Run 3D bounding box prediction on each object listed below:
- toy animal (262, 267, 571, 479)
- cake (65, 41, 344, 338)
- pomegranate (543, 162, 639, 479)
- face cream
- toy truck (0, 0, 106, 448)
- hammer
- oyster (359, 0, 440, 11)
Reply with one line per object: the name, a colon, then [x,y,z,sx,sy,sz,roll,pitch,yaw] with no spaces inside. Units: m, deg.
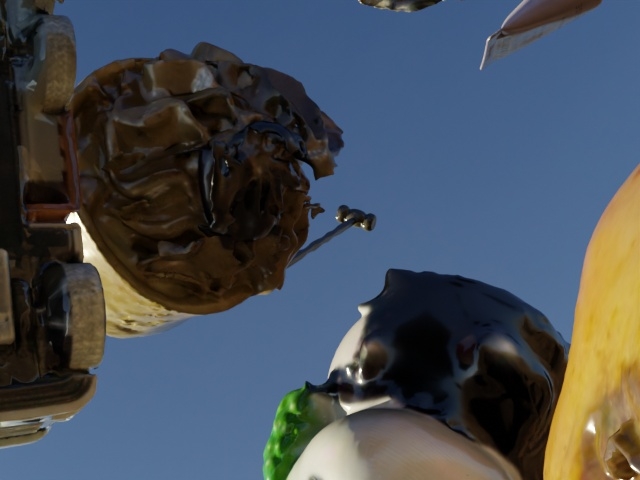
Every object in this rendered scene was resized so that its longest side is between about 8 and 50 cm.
toy animal: [0.066,0.165,0.807,0.266,0.213,0.212,-58,-21,-34]
cake: [-0.146,-0.073,1.257,0.321,0.332,0.332,-25,-21,39]
pomegranate: [0.287,0.091,0.384,0.412,0.411,0.411,-24,-36,-19]
face cream: [0.375,-0.384,1.826,0.274,0.096,0.154,-36,-7,-3]
toy truck: [-0.259,-0.043,0.763,0.173,0.387,0.207,-1,-23,-23]
hammer: [0.000,0.000,1.540,0.292,0.058,0.029,-32,-46,-62]
oyster: [0.178,-0.359,1.439,0.078,0.345,0.128,-58,-29,-70]
